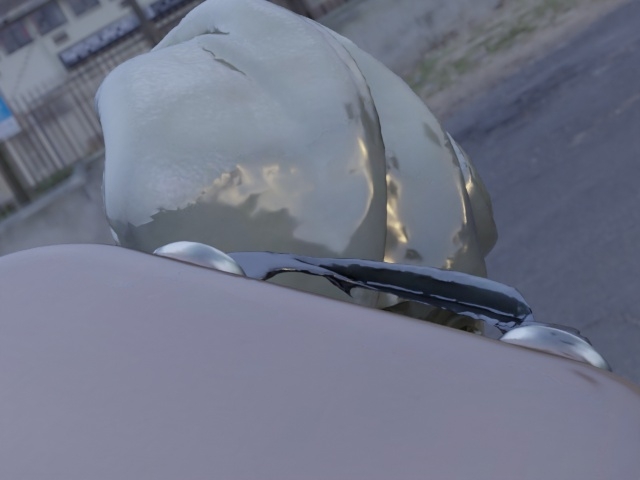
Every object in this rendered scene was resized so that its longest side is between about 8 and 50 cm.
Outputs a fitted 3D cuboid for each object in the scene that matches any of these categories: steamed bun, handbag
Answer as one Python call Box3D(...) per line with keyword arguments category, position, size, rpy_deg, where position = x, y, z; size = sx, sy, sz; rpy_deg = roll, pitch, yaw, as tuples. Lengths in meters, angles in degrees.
Box3D(category="steamed bun", position=(0.000, 0.000, 0.946), size=(0.255, 0.367, 0.342), rpy_deg=(-18, 27, 0))
Box3D(category="handbag", position=(-0.020, 0.100, 0.378), size=(0.302, 0.149, 0.283), rpy_deg=(10, 41, 34))
